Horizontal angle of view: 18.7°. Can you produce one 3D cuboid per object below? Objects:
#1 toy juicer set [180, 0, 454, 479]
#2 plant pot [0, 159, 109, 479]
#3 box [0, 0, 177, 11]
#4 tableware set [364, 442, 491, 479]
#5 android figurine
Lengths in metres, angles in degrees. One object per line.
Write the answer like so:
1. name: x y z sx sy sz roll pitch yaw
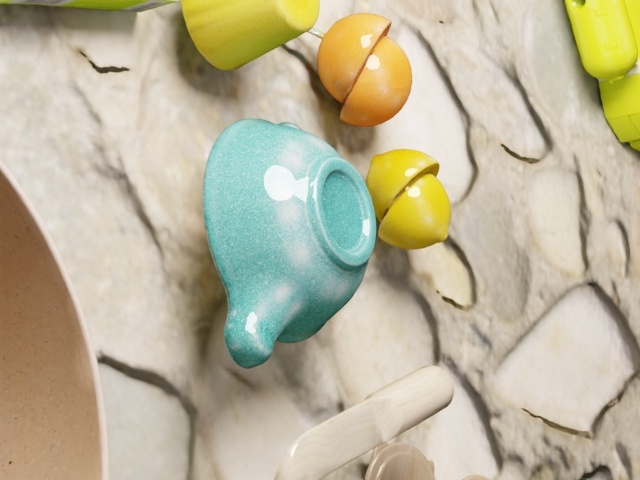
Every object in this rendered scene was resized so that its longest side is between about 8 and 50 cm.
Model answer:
1. toy juicer set: 0.000 0.000 1.164 0.209 0.089 0.329 18 63 -55
2. plant pot: -0.251 0.081 0.809 0.284 0.191 0.284 33 49 -48
3. box: -0.138 -0.221 1.085 0.109 0.042 0.178 -2 85 -45
4. tableware set: 0.075 0.208 1.243 0.168 0.020 0.141 20 69 -40
5. android figurine: 0.266 -0.177 1.463 0.248 0.056 0.273 -15 93 -44
